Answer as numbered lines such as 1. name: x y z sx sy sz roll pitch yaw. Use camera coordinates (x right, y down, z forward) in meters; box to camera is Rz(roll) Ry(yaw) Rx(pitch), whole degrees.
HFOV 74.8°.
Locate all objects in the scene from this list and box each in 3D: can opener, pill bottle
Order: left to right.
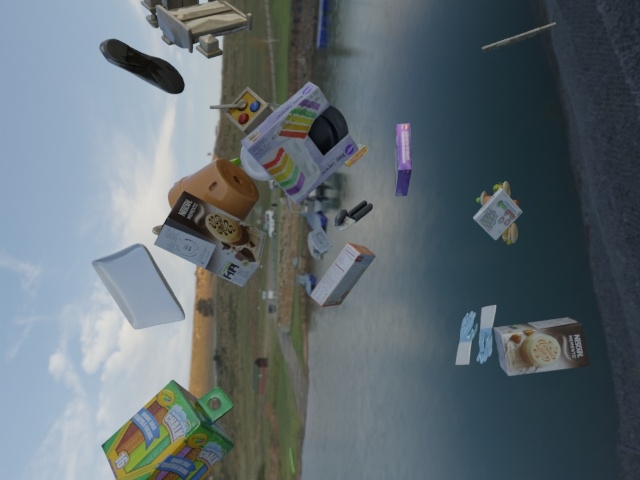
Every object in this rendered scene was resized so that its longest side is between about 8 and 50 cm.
1. pill bottle: -0.153 -0.312 1.532 0.278 0.162 0.162 -33 -49 -61
2. can opener: 0.171 -0.142 2.150 0.283 0.076 0.095 -38 -35 -36

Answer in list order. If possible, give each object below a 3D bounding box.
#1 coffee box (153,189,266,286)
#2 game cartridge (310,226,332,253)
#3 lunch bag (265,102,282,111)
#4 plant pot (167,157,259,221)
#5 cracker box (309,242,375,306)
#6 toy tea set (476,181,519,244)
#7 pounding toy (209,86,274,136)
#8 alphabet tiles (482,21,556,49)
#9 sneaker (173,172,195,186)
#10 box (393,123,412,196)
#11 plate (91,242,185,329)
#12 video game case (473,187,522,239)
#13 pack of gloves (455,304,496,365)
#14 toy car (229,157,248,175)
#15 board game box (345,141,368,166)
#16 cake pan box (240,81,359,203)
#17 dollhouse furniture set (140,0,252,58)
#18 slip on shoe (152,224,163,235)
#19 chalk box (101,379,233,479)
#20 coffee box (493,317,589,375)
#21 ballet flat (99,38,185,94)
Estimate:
1. coffee box: -0.331 -0.006 1.294 0.119 0.297 0.168 -51 21 30
2. game cartridge: 0.000 0.000 1.460 0.083 0.056 0.017 61 157 -2
3. lunch bag: -0.172 -0.466 1.850 0.169 0.287 0.235 4 92 53
4. plant pot: -0.355 -0.149 1.483 0.203 0.291 0.290 -40 29 20
5. cracker box: 0.080 0.121 1.462 0.232 0.067 0.156 -55 -25 12
6. toy tea set: 0.717 -0.125 1.719 0.336 0.124 0.200 38 -119 -45
7. pounding toy: -0.237 -0.396 1.290 0.141 0.130 0.100 46 -176 25
8. alphabet tiles: 0.618 -0.635 1.319 0.237 0.198 0.009 -44 -61 -60
9. sneaker: -0.565 -0.232 1.970 0.323 0.130 0.236 12 71 42
10. box: 0.346 -0.331 1.770 0.293 0.057 0.200 62 -152 -74
11. plate: -0.579 0.150 1.347 0.277 0.278 0.045 64 -148 -15
12. video game case: 0.653 -0.094 1.538 0.143 0.157 0.019 -50 31 9
13. pack of gloves: 0.631 0.385 1.664 0.195 0.046 0.232 -38 32 63
14. toy car: -0.420 -0.299 1.981 0.188 0.149 0.155 -139 27 -71
15. board game box: 0.158 -0.429 2.083 0.124 0.039 0.259 -42 20 6
16. cake pan box: -0.047 -0.272 1.193 0.245 0.267 0.070 49 -179 -42
17. dollhouse furniture set: -0.289 -0.573 1.158 0.355 0.303 0.173 43 146 21
18. slip on shoe: -0.490 -0.047 1.391 0.051 0.135 0.041 46 128 37
19. chalk box: -0.361 0.502 1.076 0.180 0.289 0.179 29 156 42
20. coffee box: 0.715 0.344 1.367 0.098 0.247 0.141 -10 -91 -82
21. ballet flat: -0.491 -0.478 1.164 0.250 0.058 0.084 10 -98 -55
